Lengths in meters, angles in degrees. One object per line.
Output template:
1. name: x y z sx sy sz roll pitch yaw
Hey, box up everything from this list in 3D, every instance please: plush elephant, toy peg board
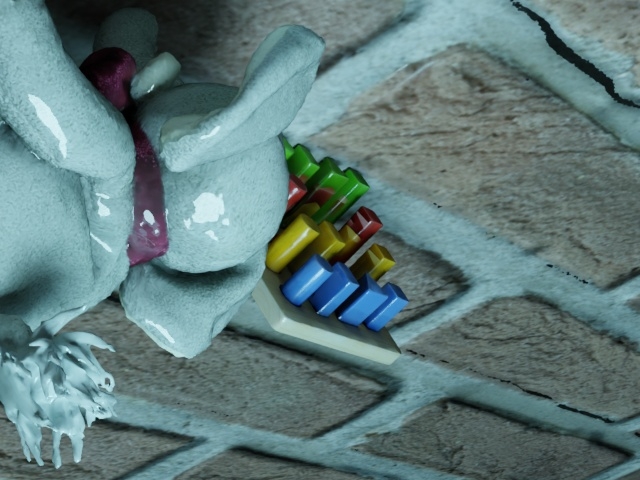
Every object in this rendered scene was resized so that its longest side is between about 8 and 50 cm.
1. plush elephant: -0.133 -0.051 0.880 0.255 0.330 0.272 -21 153 -37
2. toy peg board: 0.000 0.000 1.169 0.079 0.161 0.161 -45 146 17
